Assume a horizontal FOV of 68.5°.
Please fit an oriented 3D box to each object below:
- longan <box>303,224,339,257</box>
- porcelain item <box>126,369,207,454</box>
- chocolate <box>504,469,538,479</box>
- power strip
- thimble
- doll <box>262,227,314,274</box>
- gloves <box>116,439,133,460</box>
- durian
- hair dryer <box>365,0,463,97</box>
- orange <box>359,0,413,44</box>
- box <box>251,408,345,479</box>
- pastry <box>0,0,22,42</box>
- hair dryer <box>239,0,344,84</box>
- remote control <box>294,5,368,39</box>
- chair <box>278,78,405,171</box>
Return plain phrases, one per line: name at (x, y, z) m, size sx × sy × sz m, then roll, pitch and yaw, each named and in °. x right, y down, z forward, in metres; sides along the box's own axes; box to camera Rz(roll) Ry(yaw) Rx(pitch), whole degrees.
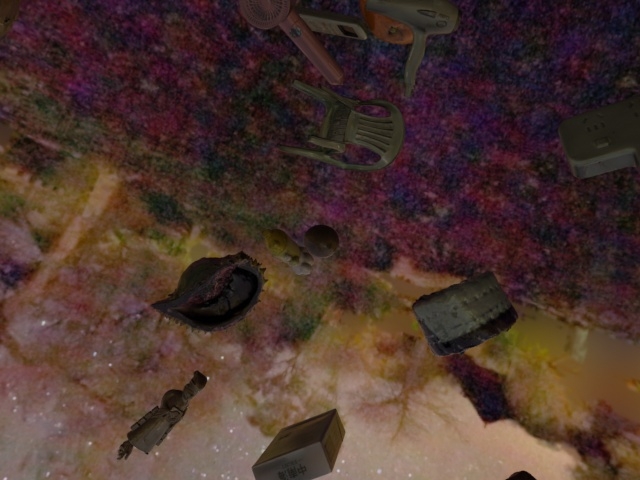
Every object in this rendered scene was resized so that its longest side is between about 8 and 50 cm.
longan at (0.000, 0.000, 1.357) m, size 0.106 × 0.106 × 0.119 m, roll 25°, pitch -177°, yaw -33°
porcelain item at (-0.354, 0.404, 1.119) m, size 0.084 × 0.213 × 0.054 m, roll 49°, pitch 173°, yaw -32°
chocolate at (0.359, 0.549, 0.921) m, size 0.093 × 0.214 × 0.149 m, roll 47°, pitch 164°, yaw 51°
power strip at (0.564, -0.173, 0.797) m, size 0.264 × 0.194 × 0.059 m, roll -16°, pitch 138°, yaw 27°
thimble at (0.346, 0.171, 1.122) m, size 0.237 × 0.237 × 0.150 m, roll 90°, pitch 155°, yaw -81°
doll at (-0.075, 0.028, 1.117) m, size 0.162 × 0.062 × 0.106 m, roll 40°, pitch -166°, yaw -49°
gloves at (-0.574, 0.618, 1.387) m, size 0.044 × 0.037 × 0.081 m, roll 39°, pitch -169°, yaw 4°
durian at (-0.173, 0.081, 0.805) m, size 0.119 × 0.186 × 0.108 m, roll 57°, pitch -178°, yaw -26°
hair dryer at (0.187, -0.490, 1.105) m, size 0.218 × 0.225 × 0.088 m, roll 31°, pitch -158°, yaw -10°
orange at (0.232, -0.688, 1.335) m, size 0.245 × 0.246 × 0.246 m, roll 20°, pitch 173°, yaw 3°
box at (-0.037, 0.447, 1.012) m, size 0.155 × 0.067 × 0.243 m, roll -22°, pitch 172°, yaw 8°
pastry at (-0.432, -0.312, 0.429) m, size 0.329 × 0.136 × 0.330 m, roll 43°, pitch -172°, yaw -7°
hair dryer at (-0.054, -0.554, 1.251) m, size 0.352 × 0.125 × 0.210 m, roll 46°, pitch -153°, yaw -23°
remote control at (0.008, -0.658, 1.415) m, size 0.309 × 0.038 × 0.090 m, roll 25°, pitch 180°, yaw 28°
chair at (0.062, -0.300, 1.256) m, size 0.274 × 0.204 × 0.190 m, roll 7°, pitch -174°, yaw -35°
